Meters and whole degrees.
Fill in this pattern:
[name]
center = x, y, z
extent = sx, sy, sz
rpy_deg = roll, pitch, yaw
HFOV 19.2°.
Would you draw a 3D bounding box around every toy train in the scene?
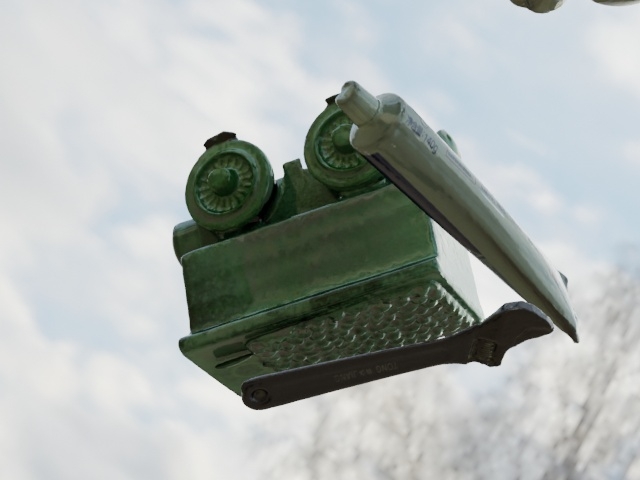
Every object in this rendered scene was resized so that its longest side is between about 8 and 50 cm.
[toy train]
center = 0.000, 0.000, 1.595
extent = 0.266, 0.202, 0.145
rpy_deg = -18, -27, 16

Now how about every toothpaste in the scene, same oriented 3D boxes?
[toothpaste]
center = 0.100, -0.024, 1.309
extent = 0.268, 0.047, 0.069
rpy_deg = 41, -5, -32

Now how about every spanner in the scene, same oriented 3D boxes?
[spanner]
center = 0.049, 0.077, 1.221
extent = 0.208, 0.012, 0.046
rpy_deg = -13, -53, 5

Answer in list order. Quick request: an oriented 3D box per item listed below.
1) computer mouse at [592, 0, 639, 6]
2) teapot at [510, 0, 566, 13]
[computer mouse]
center = 0.342, -0.289, 1.854
extent = 0.056, 0.181, 0.089
rpy_deg = 40, 14, -28
[teapot]
center = 0.149, -0.192, 1.232
extent = 0.057, 0.067, 0.083
rpy_deg = 21, -72, 11
